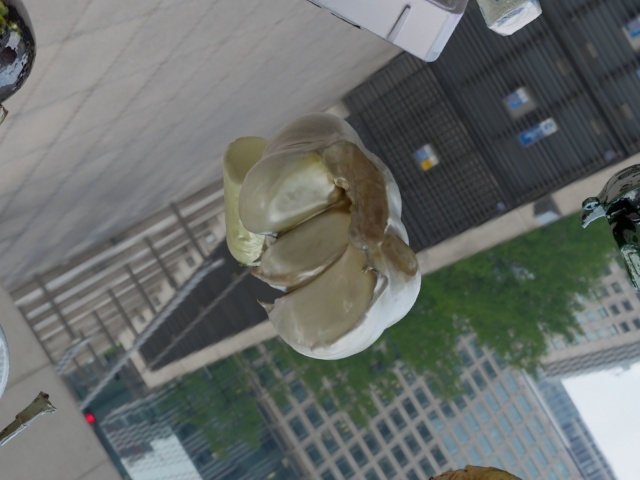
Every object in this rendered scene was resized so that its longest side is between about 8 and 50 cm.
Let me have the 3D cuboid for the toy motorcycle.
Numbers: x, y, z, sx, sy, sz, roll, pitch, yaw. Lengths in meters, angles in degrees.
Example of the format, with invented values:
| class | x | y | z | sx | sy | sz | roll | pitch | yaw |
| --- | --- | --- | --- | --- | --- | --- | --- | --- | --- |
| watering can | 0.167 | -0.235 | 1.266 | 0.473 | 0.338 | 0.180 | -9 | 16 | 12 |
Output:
| class | x | y | z | sx | sy | sz | roll | pitch | yaw |
| --- | --- | --- | --- | --- | --- | --- | --- | --- | --- |
| toy motorcycle | 0.342 | 0.032 | 0.805 | 0.124 | 0.275 | 0.187 | -24 | 146 | 16 |

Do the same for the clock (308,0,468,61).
| class | x | y | z | sx | sy | sz | roll | pitch | yaw |
| --- | --- | --- | --- | --- | --- | --- | --- | --- | --- |
| clock | 0.051 | -0.274 | 0.809 | 0.063 | 0.197 | 0.150 | -58 | -174 | 49 |

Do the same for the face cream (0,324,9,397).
| class | x | y | z | sx | sy | sz | roll | pitch | yaw |
| --- | --- | --- | --- | --- | --- | --- | --- | --- | --- |
| face cream | -0.522 | 0.164 | 1.116 | 0.111 | 0.206 | 0.206 | -11 | -167 | 35 |

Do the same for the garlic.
| class | x | y | z | sx | sy | sz | roll | pitch | yaw |
| --- | --- | --- | --- | --- | --- | --- | --- | --- | --- |
| garlic | 0.007 | -0.005 | 0.962 | 0.203 | 0.281 | 0.184 | -31 | 165 | 33 |

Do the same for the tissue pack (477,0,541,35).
| class | x | y | z | sx | sy | sz | roll | pitch | yaw |
| --- | --- | --- | --- | --- | --- | --- | --- | --- | --- |
| tissue pack | 0.267 | -0.334 | 1.190 | 0.074 | 0.059 | 0.094 | -30 | 170 | 24 |

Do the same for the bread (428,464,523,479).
| class | x | y | z | sx | sy | sz | roll | pitch | yaw |
| --- | --- | --- | --- | --- | --- | --- | --- | --- | --- |
| bread | 0.216 | 0.385 | 1.066 | 0.236 | 0.198 | 0.120 | -22 | -157 | 46 |

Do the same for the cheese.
| class | x | y | z | sx | sy | sz | roll | pitch | yaw |
| --- | --- | --- | --- | --- | --- | --- | --- | --- | --- |
| cheese | -0.095 | -0.056 | 1.241 | 0.093 | 0.167 | 0.123 | -5 | -137 | -8 |

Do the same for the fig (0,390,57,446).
| class | x | y | z | sx | sy | sz | roll | pitch | yaw |
| --- | --- | --- | --- | --- | --- | --- | --- | --- | --- |
| fig | -0.353 | 0.245 | 0.810 | 0.231 | 0.160 | 0.143 | -53 | 179 | -30 |

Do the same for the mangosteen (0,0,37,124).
| class | x | y | z | sx | sy | sz | roll | pitch | yaw |
| --- | --- | --- | --- | --- | --- | --- | --- | --- | --- |
| mangosteen | -0.385 | -0.177 | 0.809 | 0.192 | 0.192 | 0.217 | 166 | -52 | -84 |
